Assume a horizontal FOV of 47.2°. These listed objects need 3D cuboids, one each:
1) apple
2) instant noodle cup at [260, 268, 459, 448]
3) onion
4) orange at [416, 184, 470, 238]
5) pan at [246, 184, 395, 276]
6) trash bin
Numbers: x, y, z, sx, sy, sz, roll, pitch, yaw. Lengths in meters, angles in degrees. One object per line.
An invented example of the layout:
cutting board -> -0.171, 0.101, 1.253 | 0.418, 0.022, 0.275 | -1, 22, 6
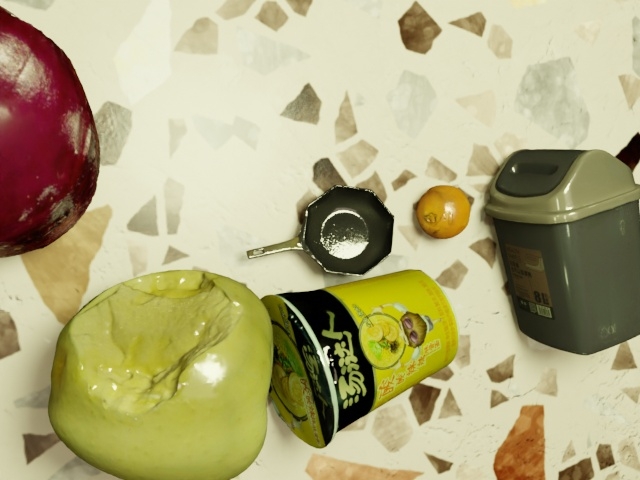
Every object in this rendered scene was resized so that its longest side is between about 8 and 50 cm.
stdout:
apple -> -0.175, 0.163, 0.881 | 0.279, 0.279, 0.279 | -1, 92, -19
instant noodle cup -> 0.054, 0.142, 0.997 | 0.236, 0.215, 0.215 | -16, 97, -27
onion -> -0.398, -0.133, 0.801 | 0.337, 0.260, 0.282 | 40, 74, -15
orange -> 0.183, -0.042, 1.088 | 0.084, 0.083, 0.083 | -1, 92, -19
pan -> 0.001, -0.016, 1.042 | 0.202, 0.048, 0.128 | 9, 75, -7
trash bin -> 0.369, 0.007, 1.091 | 0.182, 0.209, 0.290 | -18, 103, -19
